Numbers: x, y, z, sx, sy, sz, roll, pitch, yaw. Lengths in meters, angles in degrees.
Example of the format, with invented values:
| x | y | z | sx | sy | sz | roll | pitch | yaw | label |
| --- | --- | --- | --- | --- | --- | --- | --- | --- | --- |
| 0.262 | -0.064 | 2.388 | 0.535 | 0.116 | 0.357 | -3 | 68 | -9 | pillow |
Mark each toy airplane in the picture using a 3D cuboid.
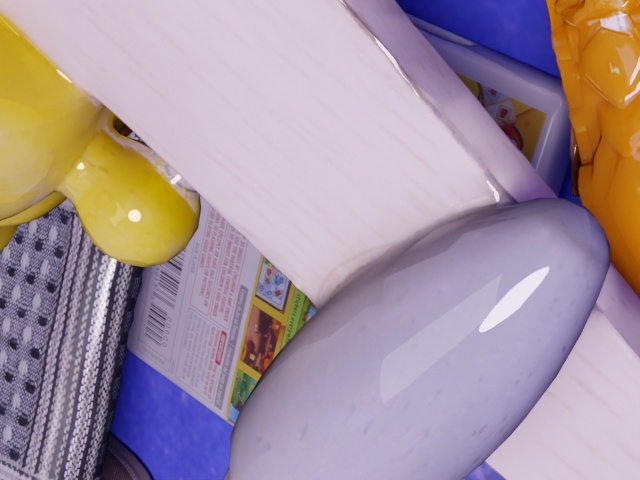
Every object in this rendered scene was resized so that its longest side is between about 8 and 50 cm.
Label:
| x | y | z | sx | sy | sz | roll | pitch | yaw | label |
| --- | --- | --- | --- | --- | --- | --- | --- | --- | --- |
| -0.080 | -0.078 | 0.349 | 0.386 | 0.272 | 0.384 | 20 | 144 | 30 | toy airplane |

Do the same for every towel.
| x | y | z | sx | sy | sz | roll | pitch | yaw | label |
| --- | --- | --- | --- | --- | --- | --- | --- | --- | --- |
| -0.217 | 0.016 | 0.692 | 0.324 | 0.056 | 0.312 | 20 | 102 | 41 | towel |

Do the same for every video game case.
| x | y | z | sx | sy | sz | roll | pitch | yaw | label |
| --- | --- | --- | --- | --- | --- | --- | --- | --- | --- |
| 0.000 | 0.000 | 0.576 | 0.206 | 0.026 | 0.227 | 30 | 119 | 32 | video game case |

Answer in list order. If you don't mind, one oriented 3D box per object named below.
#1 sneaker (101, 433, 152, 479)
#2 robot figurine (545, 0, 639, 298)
| x | y | z | sx | sy | sz | roll | pitch | yaw | label |
| --- | --- | --- | --- | --- | --- | --- | --- | --- | --- |
| -0.180 | 0.119 | 0.733 | 0.188 | 0.071 | 0.066 | 26 | 118 | 33 | sneaker |
| 0.175 | 0.026 | 0.389 | 0.211 | 0.085 | 0.291 | -13 | 92 | 43 | robot figurine |
